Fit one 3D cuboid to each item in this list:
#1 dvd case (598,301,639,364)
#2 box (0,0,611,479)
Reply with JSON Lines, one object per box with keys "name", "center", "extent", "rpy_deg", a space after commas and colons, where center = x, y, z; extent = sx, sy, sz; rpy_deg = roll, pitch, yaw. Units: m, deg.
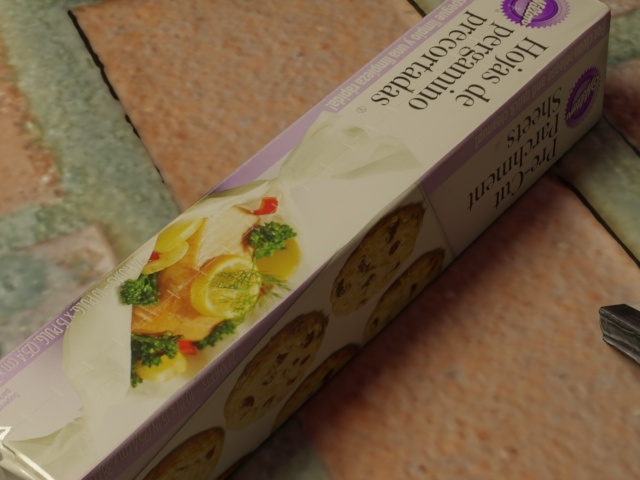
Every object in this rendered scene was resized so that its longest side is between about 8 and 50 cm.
{"name": "dvd case", "center": [0.224, 0.027, 0.519], "extent": [0.221, 0.018, 0.164], "rpy_deg": [-8, 8, -5]}
{"name": "box", "center": [0.000, 0.000, 0.594], "extent": [0.063, 0.067, 0.324], "rpy_deg": [29, 52, 28]}
